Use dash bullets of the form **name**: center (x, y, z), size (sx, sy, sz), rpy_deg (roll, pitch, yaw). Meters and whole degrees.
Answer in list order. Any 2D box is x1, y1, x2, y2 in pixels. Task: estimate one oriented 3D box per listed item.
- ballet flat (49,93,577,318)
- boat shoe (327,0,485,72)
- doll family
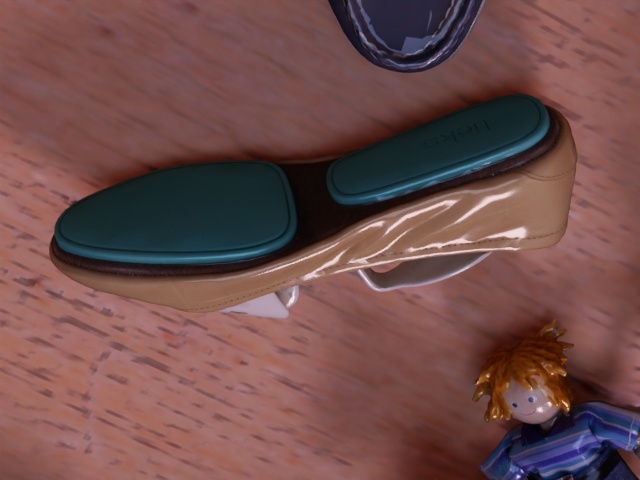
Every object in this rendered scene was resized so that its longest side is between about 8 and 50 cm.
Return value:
- **ballet flat**: center (0.000, 0.000, 0.633), size (0.232, 0.080, 0.073), rpy_deg (-12, 128, 6)
- **boat shoe**: center (0.040, -0.181, 0.552), size (0.095, 0.079, 0.255), rpy_deg (6, 113, -3)
- **doll family**: center (0.151, 0.110, 0.669), size (0.263, 0.118, 0.163), rpy_deg (-23, 107, 27)
